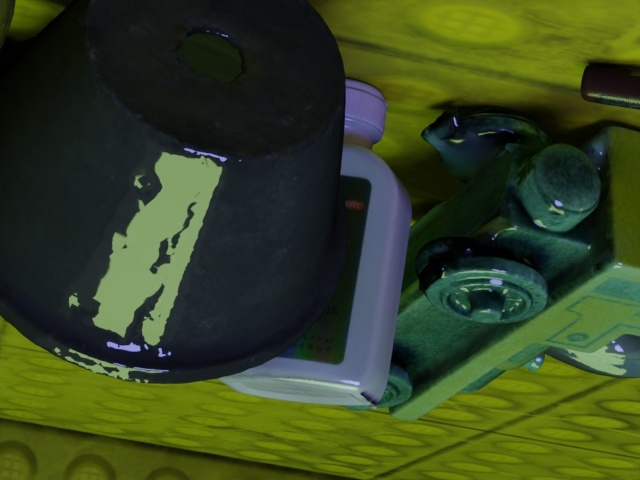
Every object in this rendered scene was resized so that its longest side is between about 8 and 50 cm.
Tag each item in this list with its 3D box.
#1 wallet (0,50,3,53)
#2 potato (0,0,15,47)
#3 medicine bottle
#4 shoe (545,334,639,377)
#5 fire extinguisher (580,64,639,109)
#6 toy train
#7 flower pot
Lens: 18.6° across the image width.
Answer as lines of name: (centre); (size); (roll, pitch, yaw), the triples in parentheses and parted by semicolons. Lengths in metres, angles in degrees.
wallet: (-0.206, -0.090, 1.428); (0.202, 0.059, 0.141); (20, 167, -35)
potato: (-0.278, -0.133, 1.151); (0.169, 0.143, 0.248); (-30, -171, -41)
medicine bottle: (0.000, 0.000, 1.333); (0.115, 0.219, 0.078); (3, 164, 20)
shoe: (0.179, 0.028, 1.607); (0.251, 0.100, 0.103); (20, -155, 8)
fire extinguisher: (0.218, -0.091, 1.241); (0.100, 0.032, 0.046); (10, 156, 18)
toy train: (0.135, 0.036, 1.454); (0.237, 0.150, 0.369); (13, 152, -22)
flower pot: (-0.087, -0.065, 1.172); (0.269, 0.269, 0.166); (12, 144, -13)
